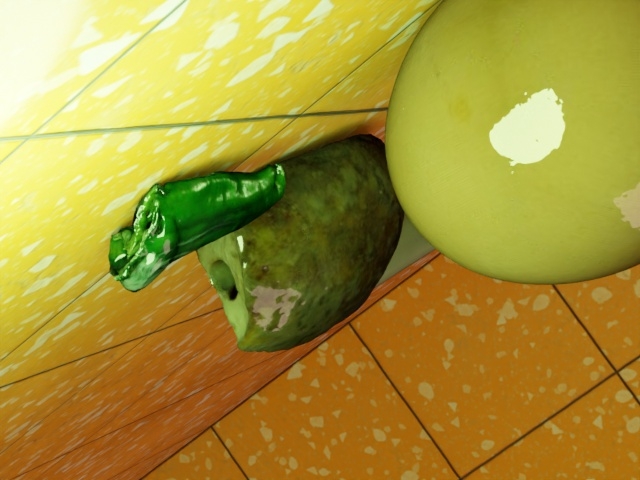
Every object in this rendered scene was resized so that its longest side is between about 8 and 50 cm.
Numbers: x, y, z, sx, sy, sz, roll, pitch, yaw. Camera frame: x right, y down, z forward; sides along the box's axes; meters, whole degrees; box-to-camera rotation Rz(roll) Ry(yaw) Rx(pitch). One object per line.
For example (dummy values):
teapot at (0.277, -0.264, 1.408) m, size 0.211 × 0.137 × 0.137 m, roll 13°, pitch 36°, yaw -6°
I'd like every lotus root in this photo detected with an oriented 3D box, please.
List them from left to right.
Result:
lotus root at (0.002, 0.005, 1.703) m, size 0.314 × 0.142 × 0.210 m, roll -21°, pitch 157°, yaw -46°

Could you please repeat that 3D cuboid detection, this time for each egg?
egg at (0.218, -0.112, 1.426) m, size 0.301 × 0.301 × 0.374 m, roll -31°, pitch 175°, yaw -32°

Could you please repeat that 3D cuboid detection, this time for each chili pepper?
chili pepper at (-0.107, -0.027, 1.433) m, size 0.216 × 0.062 × 0.108 m, roll -32°, pitch 172°, yaw -43°

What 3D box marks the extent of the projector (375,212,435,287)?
projector at (0.066, 0.018, 2.386) m, size 0.337 × 0.108 × 0.108 m, roll -30°, pitch 171°, yaw -35°
